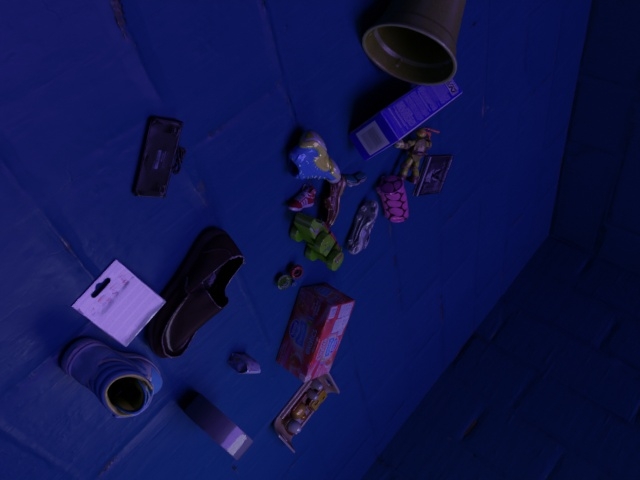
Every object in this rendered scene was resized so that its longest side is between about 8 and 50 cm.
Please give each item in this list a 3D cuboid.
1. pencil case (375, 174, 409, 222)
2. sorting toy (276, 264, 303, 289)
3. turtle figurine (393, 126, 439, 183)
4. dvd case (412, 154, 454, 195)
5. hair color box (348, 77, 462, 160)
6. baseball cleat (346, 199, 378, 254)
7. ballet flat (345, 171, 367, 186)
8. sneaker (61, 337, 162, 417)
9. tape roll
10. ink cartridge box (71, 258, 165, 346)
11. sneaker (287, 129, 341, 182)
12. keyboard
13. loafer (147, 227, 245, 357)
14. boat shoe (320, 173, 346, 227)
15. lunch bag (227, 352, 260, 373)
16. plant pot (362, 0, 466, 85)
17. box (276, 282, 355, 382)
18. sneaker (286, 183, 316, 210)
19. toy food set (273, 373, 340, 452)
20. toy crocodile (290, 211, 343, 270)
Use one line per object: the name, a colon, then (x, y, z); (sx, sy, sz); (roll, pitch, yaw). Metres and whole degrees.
pencil case: (0.261, -0.144, 2.122); (0.098, 0.095, 0.209); (-28, 144, -2)
sorting toy: (-0.101, 0.114, 1.871); (0.102, 0.042, 0.061); (-34, 125, -18)
turtle figurine: (0.344, -0.311, 2.110); (0.269, 0.087, 0.217); (-13, 125, -50)
dvd case: (0.453, -0.262, 2.369); (0.221, 0.018, 0.165); (-13, 126, -51)
hair color box: (0.264, -0.394, 1.830); (0.338, 0.185, 0.110); (-37, 97, -32)
baseball cleat: (0.153, -0.050, 2.082); (0.206, 0.072, 0.109); (-63, 162, 12)
ballet flat: (0.108, -0.193, 1.919); (0.114, 0.041, 0.041); (-18, 129, -47)
sneaker: (-0.446, 0.354, 1.405); (0.127, 0.208, 0.319); (-58, 149, -8)
tape roll: (-0.302, 0.550, 1.750); (0.072, 0.219, 0.219); (-48, 146, -18)
ink cartridge box: (-0.472, 0.144, 1.381); (0.145, 0.045, 0.179); (-50, 129, -15)
sneaker: (-0.028, -0.214, 1.686); (0.126, 0.091, 0.240); (-38, 146, -1)
keyboard: (-0.348, -0.180, 1.301); (0.108, 0.023, 0.180); (-1, 116, -47)
loafer: (-0.313, 0.149, 1.504); (0.133, 0.130, 0.366); (21, 97, -58)
boat shoe: (0.028, -0.127, 1.846); (0.060, 0.064, 0.178); (6, 111, -24)
lunch bag: (-0.236, 0.391, 1.847); (0.071, 0.083, 0.053); (16, 101, -58)
plant pot: (0.289, -0.622, 1.662); (0.276, 0.276, 0.254); (41, 68, -58)
box: (-0.017, 0.313, 2.039); (0.154, 0.142, 0.300); (-6, 120, -53)
sneaker: (-0.054, -0.127, 1.736); (0.118, 0.042, 0.067); (-24, 138, -54)
toy food set: (-0.045, 0.675, 2.331); (0.306, 0.092, 0.220); (-48, 146, -18)
toy crocodile: (0.000, 0.000, 1.847); (0.105, 0.115, 0.340); (-58, 151, -15)
